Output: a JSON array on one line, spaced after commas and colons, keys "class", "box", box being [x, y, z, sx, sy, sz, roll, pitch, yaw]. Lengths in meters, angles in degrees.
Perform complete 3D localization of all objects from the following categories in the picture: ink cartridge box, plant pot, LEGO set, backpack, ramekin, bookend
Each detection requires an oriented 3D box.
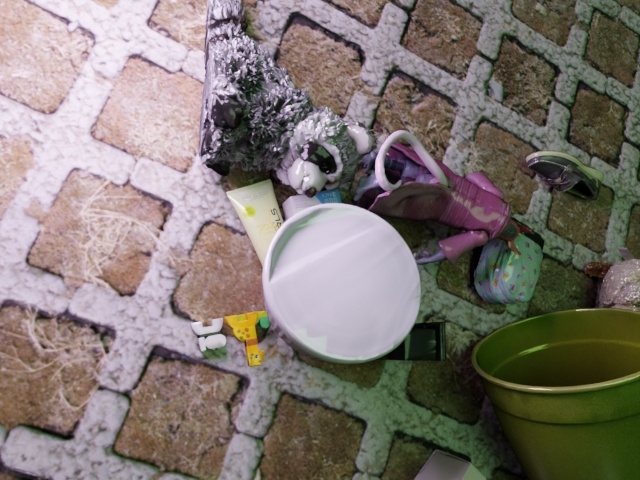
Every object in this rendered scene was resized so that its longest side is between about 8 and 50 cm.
[{"class": "ink cartridge box", "box": [0.000, 0.000, 1.072, 0.105, 0.062, 0.181, -11, 85, -22]}, {"class": "plant pot", "box": [0.521, 0.361, 1.075, 0.367, 0.367, 0.352, -20, 99, -23]}, {"class": "LEGO set", "box": [-0.108, 0.174, 0.984, 0.228, 0.087, 0.093, -7, 82, -21]}, {"class": "backpack", "box": [0.404, 0.051, 1.191, 0.152, 0.115, 0.181, 29, 74, -17]}, {"class": "ramekin", "box": [0.025, 0.082, 0.941, 0.273, 0.127, 0.272, 6, 67, -14]}, {"class": "bookend", "box": [0.126, 0.189, 1.034, 0.158, 0.156, 0.072, 4, 78, -19]}]

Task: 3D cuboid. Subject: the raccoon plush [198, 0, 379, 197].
[{"class": "raccoon plush", "box": [-0.058, -0.287, 1.014, 0.300, 0.216, 0.445, 4, 79, -17]}]

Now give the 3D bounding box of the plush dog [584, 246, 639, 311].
[{"class": "plush dog", "box": [0.701, 0.164, 1.249, 0.211, 0.262, 0.225, 16, 60, 17]}]

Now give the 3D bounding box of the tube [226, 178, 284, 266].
[{"class": "tube", "box": [-0.094, 0.004, 1.040, 0.070, 0.062, 0.240, -8, 74, -63]}]

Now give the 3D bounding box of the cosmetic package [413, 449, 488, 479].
[{"class": "cosmetic package", "box": [0.310, 0.563, 1.047, 0.296, 0.129, 0.153, 44, 69, -8]}]

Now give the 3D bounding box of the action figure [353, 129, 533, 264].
[{"class": "action figure", "box": [0.263, -0.093, 1.085, 0.371, 0.275, 0.247, 23, 70, -2]}]

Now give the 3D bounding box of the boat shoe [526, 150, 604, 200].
[{"class": "boat shoe", "box": [0.592, -0.153, 1.321, 0.224, 0.080, 0.073, 15, 70, -23]}]
